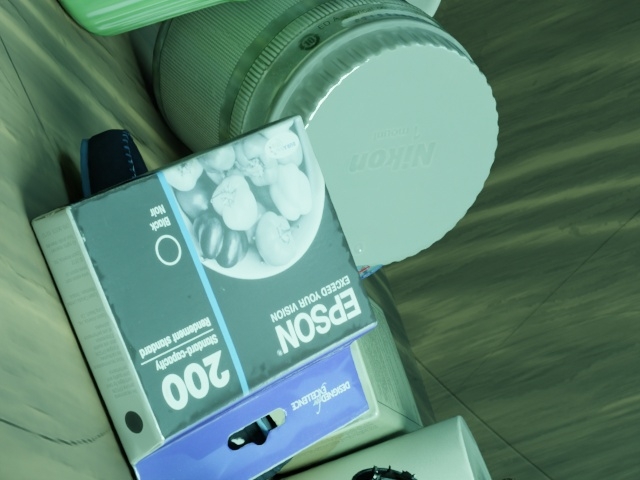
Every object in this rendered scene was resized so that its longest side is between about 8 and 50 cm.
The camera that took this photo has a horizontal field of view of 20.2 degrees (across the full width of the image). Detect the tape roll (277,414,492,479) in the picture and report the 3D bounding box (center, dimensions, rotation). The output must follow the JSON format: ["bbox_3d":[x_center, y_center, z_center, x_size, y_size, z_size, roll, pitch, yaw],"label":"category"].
[{"bbox_3d":[0.079,0.286,1.484,0.246,0.169,0.246,-20,90,-83],"label":"tape roll"}]

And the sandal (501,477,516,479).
[{"bbox_3d":[0.187,0.256,1.501,0.072,0.049,0.180,-104,171,-49],"label":"sandal"}]

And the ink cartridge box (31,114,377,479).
[{"bbox_3d":[-0.056,0.047,1.124,0.206,0.045,0.208,-26,98,-43],"label":"ink cartridge box"}]

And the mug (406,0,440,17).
[{"bbox_3d":[-0.063,-0.337,2.014,0.328,0.276,0.374,65,-27,25],"label":"mug"}]

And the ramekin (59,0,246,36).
[{"bbox_3d":[-0.162,-0.310,1.414,0.303,0.148,0.303,-21,90,-84],"label":"ramekin"}]

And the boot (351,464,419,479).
[{"bbox_3d":[0.032,0.272,0.980,0.207,0.094,0.246,-59,-144,35],"label":"boot"}]

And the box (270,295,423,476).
[{"bbox_3d":[-0.003,0.118,1.536,0.311,0.121,0.148,47,23,-74],"label":"box"}]

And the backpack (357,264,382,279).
[{"bbox_3d":[0.000,0.000,1.701,0.158,0.173,0.117,61,10,-57],"label":"backpack"}]

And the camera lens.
[{"bbox_3d":[-0.003,-0.125,1.538,0.274,0.219,0.219,42,-18,50],"label":"camera lens"}]

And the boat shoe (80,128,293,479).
[{"bbox_3d":[-0.087,0.043,1.204,0.109,0.089,0.258,-16,86,-84],"label":"boat shoe"}]
